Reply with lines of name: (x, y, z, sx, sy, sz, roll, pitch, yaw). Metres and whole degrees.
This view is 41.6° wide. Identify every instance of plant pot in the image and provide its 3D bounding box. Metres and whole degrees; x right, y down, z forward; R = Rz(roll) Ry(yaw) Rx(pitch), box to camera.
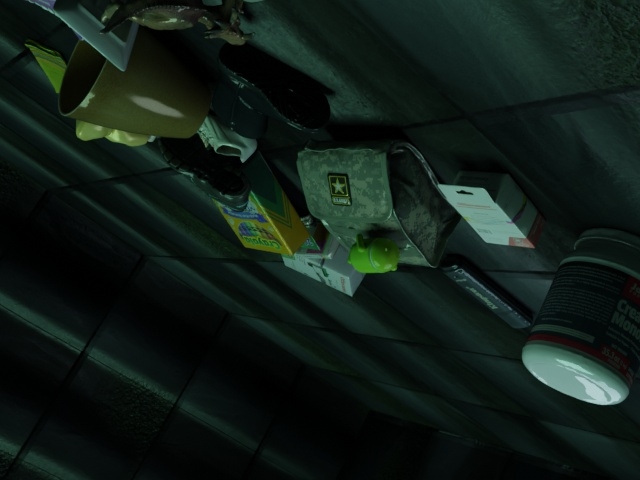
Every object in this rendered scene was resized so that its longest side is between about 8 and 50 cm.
plant pot: (-0.358, -0.308, 1.699, 0.254, 0.237, 0.237, 25, 168, -34)

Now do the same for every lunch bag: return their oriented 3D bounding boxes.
lunch bag: (0.103, -0.088, 1.658, 0.235, 0.168, 0.287, 6, 147, 45)

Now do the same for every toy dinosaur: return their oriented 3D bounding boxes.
toy dinosaur: (-0.218, -0.367, 1.309, 0.200, 0.127, 0.295, 24, -155, 6)

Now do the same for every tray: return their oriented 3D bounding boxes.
tray: (-0.350, -0.406, 1.396, 0.030, 0.270, 0.145, -32, 127, 27)

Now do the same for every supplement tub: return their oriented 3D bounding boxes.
supplement tub: (0.492, 0.134, 1.495, 0.191, 0.272, 0.191, 26, 163, 9)

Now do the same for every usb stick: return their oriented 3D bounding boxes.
usb stick: (0.397, 0.126, 1.998, 0.278, 0.045, 0.077, 37, 162, -23)

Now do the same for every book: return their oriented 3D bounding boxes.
book: (0.000, 0.000, 2.171, 0.035, 0.096, 0.144, 34, 163, -30)

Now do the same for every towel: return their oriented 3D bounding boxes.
towel: (-0.667, -0.424, 2.141, 0.102, 0.021, 0.237, 26, 163, 11)

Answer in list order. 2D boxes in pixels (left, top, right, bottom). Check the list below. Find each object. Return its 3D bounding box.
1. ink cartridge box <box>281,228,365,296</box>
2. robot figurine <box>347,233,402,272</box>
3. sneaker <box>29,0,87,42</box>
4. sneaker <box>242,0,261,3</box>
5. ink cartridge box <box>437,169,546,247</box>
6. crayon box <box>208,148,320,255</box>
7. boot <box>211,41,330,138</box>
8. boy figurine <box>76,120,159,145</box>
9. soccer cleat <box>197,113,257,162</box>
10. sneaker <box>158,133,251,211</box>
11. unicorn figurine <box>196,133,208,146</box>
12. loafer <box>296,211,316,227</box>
ink cartridge box: (0.009, 0.050, 2.304, 0.220, 0.092, 0.160, 25, 162, 15)
robot figurine: (0.103, 0.028, 1.604, 0.101, 0.067, 0.115, 31, 159, -31)
sneaker: (-0.488, -0.443, 1.580, 0.282, 0.102, 0.161, 11, 127, 46)
sneaker: (-0.077, -0.391, 1.183, 0.100, 0.108, 0.271, 33, 164, -18)
ink cartridge box: (0.315, -0.068, 1.547, 0.115, 0.067, 0.198, 9, 155, 47)
crayon box: (-0.159, -0.077, 2.097, 0.203, 0.083, 0.323, 8, 139, 48)
boot: (-0.099, -0.254, 1.610, 0.247, 0.094, 0.207, 34, 159, 5)
boy figurine: (-0.456, -0.274, 1.875, 0.177, 0.092, 0.285, 37, -161, 13)
soccer cleat: (-0.235, -0.239, 1.899, 0.196, 0.076, 0.068, 24, 162, 17)
sneaker: (-0.269, -0.154, 1.935, 0.267, 0.101, 0.106, 40, 161, 19)
unicorn figurine: (-0.347, -0.253, 2.057, 0.162, 0.060, 0.111, 23, 161, 17)
loafer: (-0.069, -0.063, 2.206, 0.125, 0.045, 0.039, 9, 137, 33)
